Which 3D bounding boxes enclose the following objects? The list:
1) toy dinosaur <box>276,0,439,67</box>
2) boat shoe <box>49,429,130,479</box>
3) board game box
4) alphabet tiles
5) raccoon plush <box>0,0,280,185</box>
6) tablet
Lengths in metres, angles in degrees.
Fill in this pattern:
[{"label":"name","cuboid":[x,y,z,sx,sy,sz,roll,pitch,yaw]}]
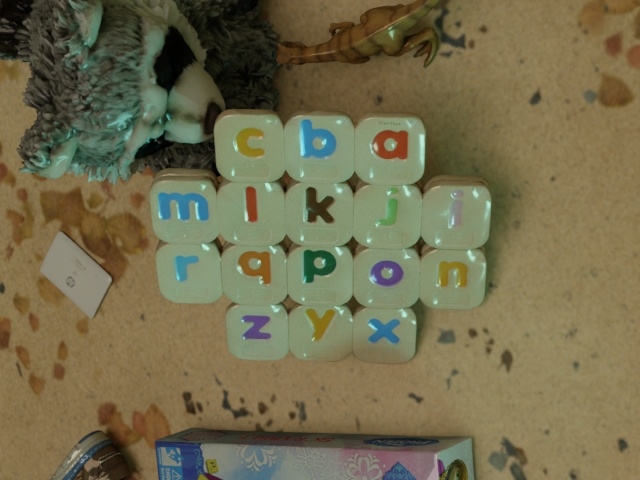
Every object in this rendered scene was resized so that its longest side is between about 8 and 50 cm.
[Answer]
[{"label":"toy dinosaur","cuboid":[0.060,-0.180,1.393,0.211,0.112,0.064,-24,82,32]},{"label":"boat shoe","cuboid":[-0.257,0.281,1.688,0.066,0.066,0.183,43,117,20]},{"label":"board game box","cuboid":[0.001,0.337,1.525,0.318,0.066,0.318,-4,95,34]},{"label":"alphabet tiles","cuboid":[0.000,0.000,1.401,0.284,0.021,0.278,1,132,3]},{"label":"raccoon plush","cuboid":[-0.251,-0.147,1.489,0.446,0.299,0.216,1,97,33]},{"label":"tablet","cuboid":[-0.250,0.035,1.688,0.083,0.006,0.054,40,116,23]}]
